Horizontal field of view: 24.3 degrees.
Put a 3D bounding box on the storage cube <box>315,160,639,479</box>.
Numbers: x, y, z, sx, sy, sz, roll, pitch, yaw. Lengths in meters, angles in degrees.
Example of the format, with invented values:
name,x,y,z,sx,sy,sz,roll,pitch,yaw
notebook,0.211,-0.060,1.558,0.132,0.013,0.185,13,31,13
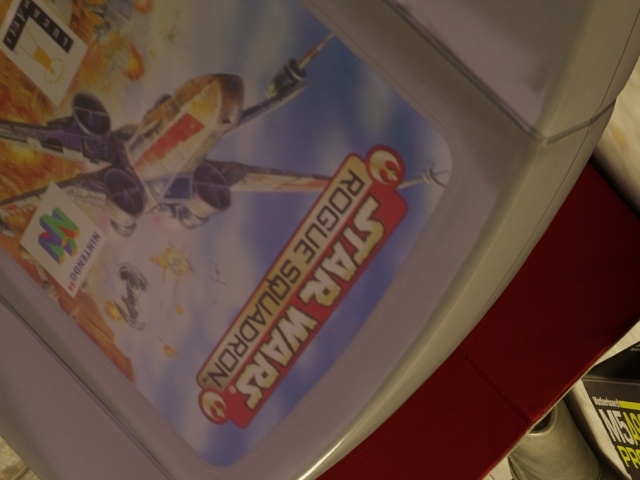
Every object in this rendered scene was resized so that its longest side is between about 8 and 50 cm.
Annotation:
name,x,y,z,sx,sy,sz,roll,pitch,yaw
storage cube,0.000,0.000,0.649,0.193,0.183,0.215,46,173,-13

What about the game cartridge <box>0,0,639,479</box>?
name,x,y,z,sx,sy,sz,roll,pitch,yaw
game cartridge,-0.036,-0.034,0.432,0.198,0.297,0.062,47,-141,15

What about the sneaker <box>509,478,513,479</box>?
name,x,y,z,sx,sy,sz,roll,pitch,yaw
sneaker,0.218,0.293,1.302,0.316,0.182,0.127,16,173,3

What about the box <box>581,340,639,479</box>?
name,x,y,z,sx,sy,sz,roll,pitch,yaw
box,0.196,0.129,0.497,0.216,0.060,0.270,63,173,1

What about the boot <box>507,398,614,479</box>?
name,x,y,z,sx,sy,sz,roll,pitch,yaw
boot,0.176,0.159,1.036,0.190,0.076,0.208,40,164,31
